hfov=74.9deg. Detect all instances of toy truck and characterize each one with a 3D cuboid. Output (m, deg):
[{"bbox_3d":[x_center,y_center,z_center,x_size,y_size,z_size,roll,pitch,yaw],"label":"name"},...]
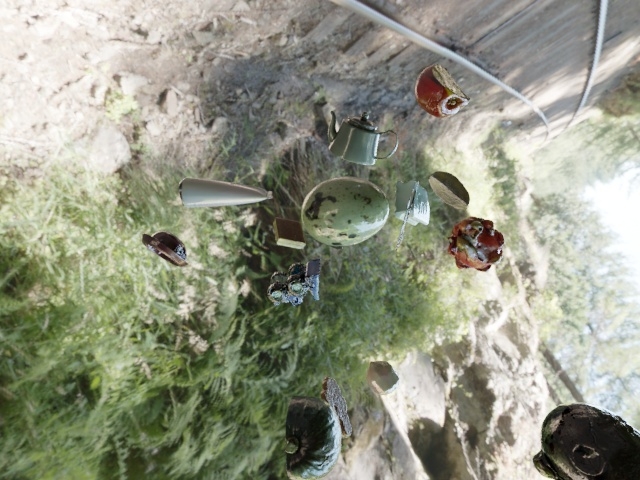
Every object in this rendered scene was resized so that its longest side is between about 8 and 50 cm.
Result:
[{"bbox_3d":[-0.076,0.158,1.472,0.208,0.126,0.113,-25,-156,15],"label":"toy truck"}]

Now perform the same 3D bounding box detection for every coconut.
[{"bbox_3d":[0.214,0.481,1.481,0.110,0.124,0.110,-32,173,-4],"label":"coconut"}]

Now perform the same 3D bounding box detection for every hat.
[{"bbox_3d":[-0.572,0.020,1.570,0.089,0.205,0.205,-58,-172,-19],"label":"hat"}]

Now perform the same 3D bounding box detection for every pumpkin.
[{"bbox_3d":[-0.021,0.752,1.601,0.197,0.292,0.263,-6,173,8],"label":"pumpkin"}]

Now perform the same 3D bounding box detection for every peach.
[{"bbox_3d":[0.466,-0.622,1.727,0.154,0.267,0.159,4,143,-37],"label":"peach"}]

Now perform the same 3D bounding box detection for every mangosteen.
[{"bbox_3d":[0.725,0.601,1.130,0.302,0.275,0.275,-66,165,14],"label":"mangosteen"}]

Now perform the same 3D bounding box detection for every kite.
[{"bbox_3d":[0.244,-0.066,1.167,0.198,0.006,0.244,82,28,-57],"label":"kite"}]

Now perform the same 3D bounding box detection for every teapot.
[{"bbox_3d":[0.133,-0.339,1.350,0.162,0.239,0.148,-50,161,-63],"label":"teapot"}]

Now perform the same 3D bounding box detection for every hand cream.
[{"bbox_3d":[-0.371,-0.189,1.663,0.359,0.117,0.185,0,-168,-7],"label":"hand cream"}]

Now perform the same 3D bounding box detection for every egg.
[{"bbox_3d":[0.098,-0.118,1.705,0.380,0.287,0.288,-1,-171,26],"label":"egg"}]

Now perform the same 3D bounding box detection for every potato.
[{"bbox_3d":[0.689,-0.272,2.212,0.100,0.261,0.120,-45,171,-18],"label":"potato"}]

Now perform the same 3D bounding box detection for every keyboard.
[{"bbox_3d":[0.001,-0.002,1.855,0.074,0.197,0.015,170,-58,-76],"label":"keyboard"}]

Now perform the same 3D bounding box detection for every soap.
[{"bbox_3d":[0.443,-0.173,1.994,0.095,0.172,0.290,1,174,28],"label":"soap"}]

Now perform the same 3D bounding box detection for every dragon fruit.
[{"bbox_3d":[0.642,0.007,1.756,0.228,0.307,0.243,-38,-157,9],"label":"dragon fruit"}]

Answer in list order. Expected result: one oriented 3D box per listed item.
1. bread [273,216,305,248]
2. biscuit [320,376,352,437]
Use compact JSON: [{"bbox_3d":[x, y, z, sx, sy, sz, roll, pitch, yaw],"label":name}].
[{"bbox_3d":[-0.096,-0.022,1.277,0.090,0.094,0.035,9,134,-25],"label":"bread"},{"bbox_3d":[0.070,0.829,2.094,0.044,0.186,0.295,-35,-142,19],"label":"biscuit"}]
